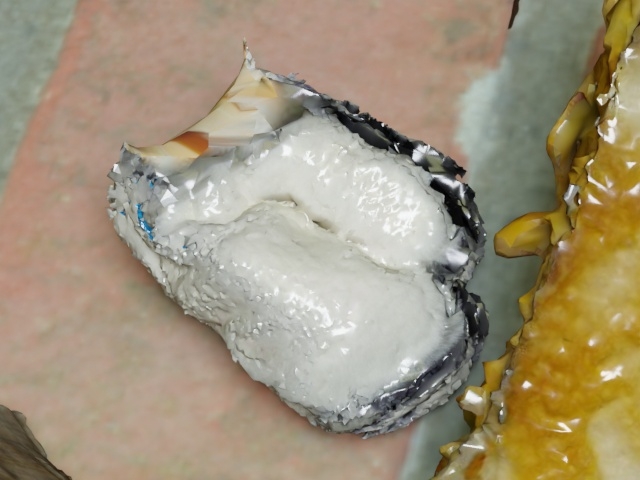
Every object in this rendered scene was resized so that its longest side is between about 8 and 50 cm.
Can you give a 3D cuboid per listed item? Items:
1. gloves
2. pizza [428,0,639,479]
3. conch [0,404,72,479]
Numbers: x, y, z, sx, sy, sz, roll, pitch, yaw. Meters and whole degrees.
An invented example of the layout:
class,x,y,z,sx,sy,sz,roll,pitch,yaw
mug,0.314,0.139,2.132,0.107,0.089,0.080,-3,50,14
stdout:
class,x,y,z,sx,sy,sz,roll,pitch,yaw
gloves,-0.001,0.003,0.669,0.153,0.070,0.114,41,66,20
pizza,0.168,0.048,0.588,0.251,0.074,0.287,23,102,-4
conch,-0.171,0.149,0.562,0.263,0.186,0.324,6,61,-8
